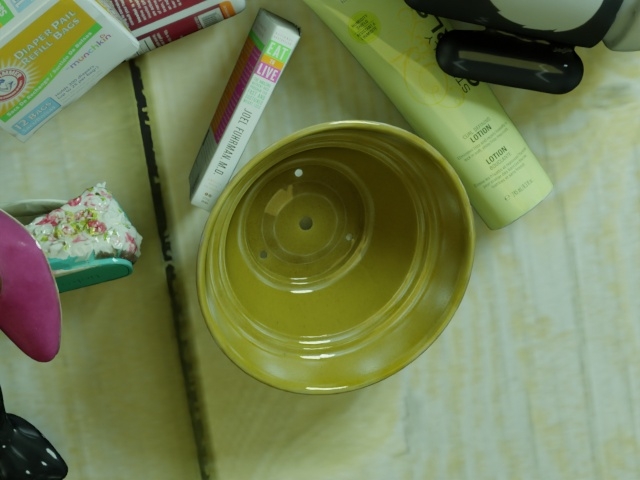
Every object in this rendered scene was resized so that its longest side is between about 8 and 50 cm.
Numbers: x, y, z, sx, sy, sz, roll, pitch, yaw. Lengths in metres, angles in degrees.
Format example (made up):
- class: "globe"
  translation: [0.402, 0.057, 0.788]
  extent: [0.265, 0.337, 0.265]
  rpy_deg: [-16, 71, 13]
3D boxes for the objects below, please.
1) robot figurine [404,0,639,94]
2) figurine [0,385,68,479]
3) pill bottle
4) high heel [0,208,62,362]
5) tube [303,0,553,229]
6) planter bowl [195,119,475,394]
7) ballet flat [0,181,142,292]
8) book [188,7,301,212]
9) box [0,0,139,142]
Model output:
- class: "robot figurine"
  translation: [0.156, -0.231, 1.385]
  extent: [0.278, 0.209, 0.173]
  rpy_deg: [11, 61, -7]
- class: "figurine"
  translation: [-0.322, 0.159, 1.462]
  extent: [0.215, 0.092, 0.209]
  rpy_deg: [-23, 137, 5]
- class: "pill bottle"
  translation: [-0.138, -0.180, 1.422]
  extent: [0.152, 0.086, 0.086]
  rpy_deg: [-22, 103, 1]
- class: "high heel"
  translation: [-0.269, -0.001, 1.348]
  extent: [0.117, 0.082, 0.244]
  rpy_deg: [-37, 117, -35]
- class: "tube"
  translation: [0.085, -0.119, 1.468]
  extent: [0.062, 0.070, 0.240]
  rpy_deg: [-29, 100, 39]
- class: "planter bowl"
  translation: [0.000, 0.000, 1.460]
  extent: [0.217, 0.090, 0.217]
  rpy_deg: [-7, 113, -17]
- class: "ballet flat"
  translation: [-0.256, 0.015, 1.472]
  extent: [0.241, 0.091, 0.077]
  rpy_deg: [-14, 73, -5]
- class: "book"
  translation: [-0.059, -0.097, 1.441]
  extent: [0.035, 0.096, 0.144]
  rpy_deg: [25, 100, -9]
- class: "box"
  translation: [-0.234, -0.186, 1.350]
  extent: [0.114, 0.103, 0.203]
  rpy_deg: [-39, 60, 5]
